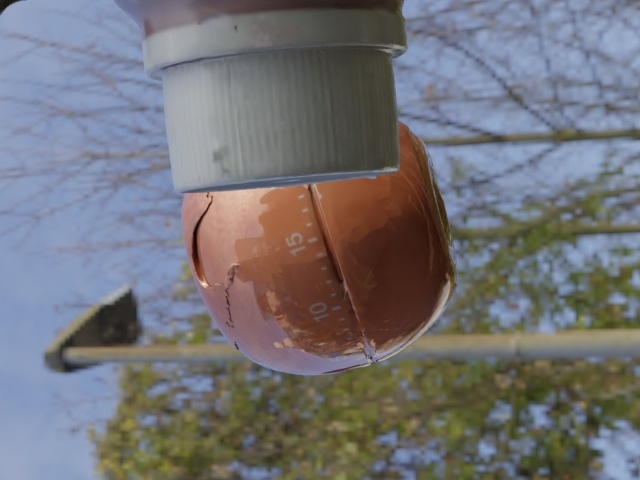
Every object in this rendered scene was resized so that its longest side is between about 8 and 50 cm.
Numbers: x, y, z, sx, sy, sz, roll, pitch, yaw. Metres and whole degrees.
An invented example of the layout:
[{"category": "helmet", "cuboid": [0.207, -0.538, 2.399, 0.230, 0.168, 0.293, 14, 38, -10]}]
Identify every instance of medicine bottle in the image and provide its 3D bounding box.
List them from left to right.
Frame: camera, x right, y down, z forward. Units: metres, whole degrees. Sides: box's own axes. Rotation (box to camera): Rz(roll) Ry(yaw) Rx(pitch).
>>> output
[{"category": "medicine bottle", "cuboid": [-0.026, -0.147, 0.690, 0.147, 0.147, 0.247, -7, -89, -56]}]

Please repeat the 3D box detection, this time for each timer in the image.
[{"category": "timer", "cuboid": [0.000, 0.000, 1.346, 0.229, 0.215, 0.229, -14, -90, -82]}]

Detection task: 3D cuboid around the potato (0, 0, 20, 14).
[{"category": "potato", "cuboid": [-0.243, -0.243, 0.793, 0.189, 0.211, 0.264, -38, -26, -7]}]
